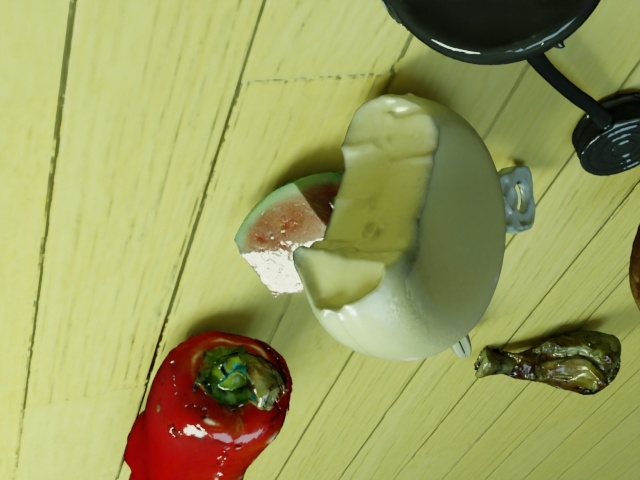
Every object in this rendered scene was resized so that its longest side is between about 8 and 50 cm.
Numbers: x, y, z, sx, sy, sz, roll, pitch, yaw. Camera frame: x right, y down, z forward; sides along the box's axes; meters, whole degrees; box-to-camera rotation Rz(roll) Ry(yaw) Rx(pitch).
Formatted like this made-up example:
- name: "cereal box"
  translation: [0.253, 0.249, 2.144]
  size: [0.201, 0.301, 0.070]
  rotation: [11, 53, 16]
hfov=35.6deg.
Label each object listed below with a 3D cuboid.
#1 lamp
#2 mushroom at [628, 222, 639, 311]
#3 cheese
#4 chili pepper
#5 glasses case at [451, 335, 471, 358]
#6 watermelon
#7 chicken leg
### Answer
- name: "lamp"
  translation: [0.146, -0.085, 0.591]
  size: [0.130, 0.108, 0.371]
  rotation: [-27, 151, 12]
- name: "mushroom"
  translation: [0.395, -0.003, 0.750]
  size: [0.255, 0.267, 0.267]
  rotation: [12, 138, -19]
- name: "cheese"
  translation: [0.082, 0.003, 0.647]
  size: [0.071, 0.163, 0.249]
  rotation: [-3, 167, 35]
- name: "chili pepper"
  translation: [-0.099, 0.160, 0.824]
  size: [0.110, 0.110, 0.387]
  rotation: [-8, 152, -25]
- name: "glasses case"
  translation: [0.125, 0.085, 0.925]
  size: [0.021, 0.032, 0.083]
  rotation: [-23, 151, 5]
- name: "watermelon"
  translation: [-0.004, 0.000, 0.662]
  size: [0.084, 0.072, 0.092]
  rotation: [-22, 161, 38]
- name: "chicken leg"
  translation: [0.246, 0.127, 1.053]
  size: [0.178, 0.070, 0.093]
  rotation: [3, 168, -19]
